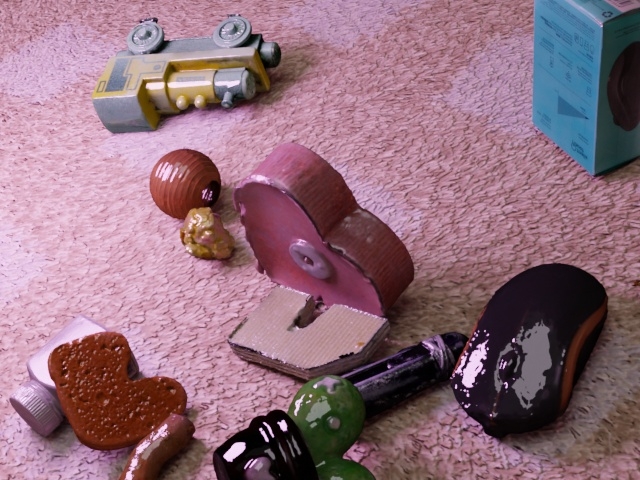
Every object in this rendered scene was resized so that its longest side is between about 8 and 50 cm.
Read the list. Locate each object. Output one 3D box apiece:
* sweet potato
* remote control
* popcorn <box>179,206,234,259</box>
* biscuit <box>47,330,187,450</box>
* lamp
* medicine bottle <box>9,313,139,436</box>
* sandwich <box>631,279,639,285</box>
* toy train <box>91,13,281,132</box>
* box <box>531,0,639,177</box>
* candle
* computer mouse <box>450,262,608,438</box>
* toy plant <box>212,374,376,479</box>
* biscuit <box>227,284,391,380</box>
[{"bbox_3d":[-0.283,0.376,1.835,0.067,0.059,0.281,3,44,35],"label":"sweet potato"},{"bbox_3d":[0.115,0.202,1.876,0.266,0.066,0.090,-26,43,-8],"label":"remote control"},{"bbox_3d":[-0.208,-0.013,2.193,0.089,0.097,0.109,-24,51,-2],"label":"popcorn"},{"bbox_3d":[-0.320,0.230,1.945,0.186,0.036,0.192,-22,78,-18],"label":"biscuit"},{"bbox_3d":[-0.251,-0.105,2.280,0.136,0.136,0.136,-10,42,9],"label":"lamp"},{"bbox_3d":[-0.411,0.225,2.016,0.132,0.088,0.188,27,58,35],"label":"medicine bottle"},{"bbox_3d":[0.579,0.069,1.848,0.235,0.079,0.159,-23,42,-5],"label":"sandwich"},{"bbox_3d":[-0.267,-0.342,2.540,0.369,0.150,0.237,-2,53,18],"label":"toy train"},{"bbox_3d":[0.463,-0.294,2.104,0.118,0.311,0.205,-19,40,-15],"label":"box"},{"bbox_3d":[0.000,0.000,2.020,0.317,0.287,0.131,46,60,-2],"label":"candle"},{"bbox_3d":[0.315,0.146,1.834,0.183,0.116,0.323,8,48,31],"label":"computer mouse"},{"bbox_3d":[-0.027,0.310,1.734,0.235,0.175,0.218,-14,68,-19],"label":"toy plant"},{"bbox_3d":[-0.019,0.152,1.974,0.250,0.046,0.147,13,50,39],"label":"biscuit"}]
